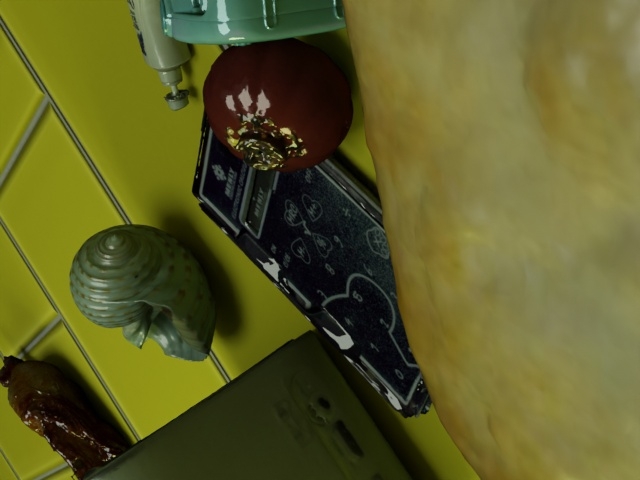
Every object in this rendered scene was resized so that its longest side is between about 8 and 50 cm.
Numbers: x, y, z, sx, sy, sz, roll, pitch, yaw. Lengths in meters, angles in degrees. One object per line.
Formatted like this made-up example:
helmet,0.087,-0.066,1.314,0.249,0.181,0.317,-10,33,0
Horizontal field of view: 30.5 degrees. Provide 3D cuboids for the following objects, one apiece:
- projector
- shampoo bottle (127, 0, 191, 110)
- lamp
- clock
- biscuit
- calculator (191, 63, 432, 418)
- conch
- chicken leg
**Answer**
projector,-0.058,0.256,0.967,0.249,0.249,0.248,55,149,5
shampoo bottle,-0.124,-0.164,0.899,0.049,0.034,0.141,18,133,40
lamp,-0.028,-0.089,0.771,0.101,0.090,0.101,9,145,6
clock,-0.050,-0.151,0.735,0.147,0.108,0.045,18,117,53
biscuit,0.183,0.027,0.560,0.429,0.104,0.446,20,130,48
calculator,0.000,0.000,0.871,0.274,0.028,0.165,44,147,22
conch,-0.151,0.045,1.060,0.135,0.102,0.153,22,169,30
chicken leg,-0.330,0.238,1.523,0.322,0.083,0.177,43,161,19
